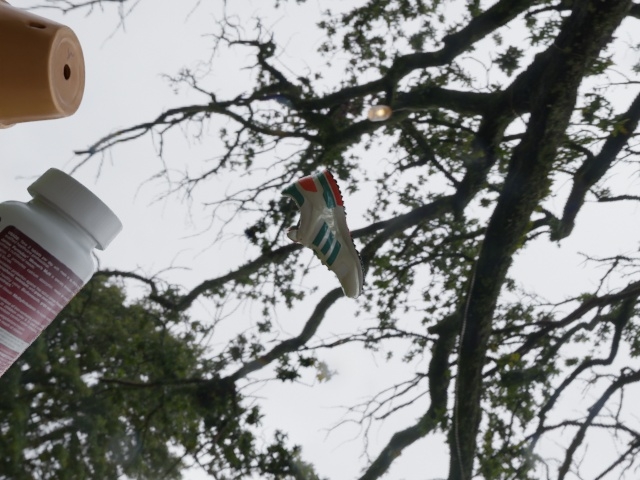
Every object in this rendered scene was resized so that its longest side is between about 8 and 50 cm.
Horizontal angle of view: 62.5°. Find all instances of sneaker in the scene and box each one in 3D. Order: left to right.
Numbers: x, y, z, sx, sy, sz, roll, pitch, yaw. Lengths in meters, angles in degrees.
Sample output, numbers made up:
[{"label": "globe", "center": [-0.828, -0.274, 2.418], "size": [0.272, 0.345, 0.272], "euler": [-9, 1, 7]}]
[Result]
[{"label": "sneaker", "center": [0.000, 0.000, 0.629], "size": [0.057, 0.075, 0.161], "euler": [-131, -156, -76]}]

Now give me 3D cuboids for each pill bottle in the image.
[{"label": "pill bottle", "center": [-0.320, 0.036, 0.548], "size": [0.121, 0.221, 0.121], "euler": [30, -24, 15]}]

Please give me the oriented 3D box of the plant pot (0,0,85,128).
[{"label": "plant pot", "center": [-0.665, -0.386, 1.179], "size": [0.291, 0.204, 0.290], "euler": [-174, -90, -87]}]
